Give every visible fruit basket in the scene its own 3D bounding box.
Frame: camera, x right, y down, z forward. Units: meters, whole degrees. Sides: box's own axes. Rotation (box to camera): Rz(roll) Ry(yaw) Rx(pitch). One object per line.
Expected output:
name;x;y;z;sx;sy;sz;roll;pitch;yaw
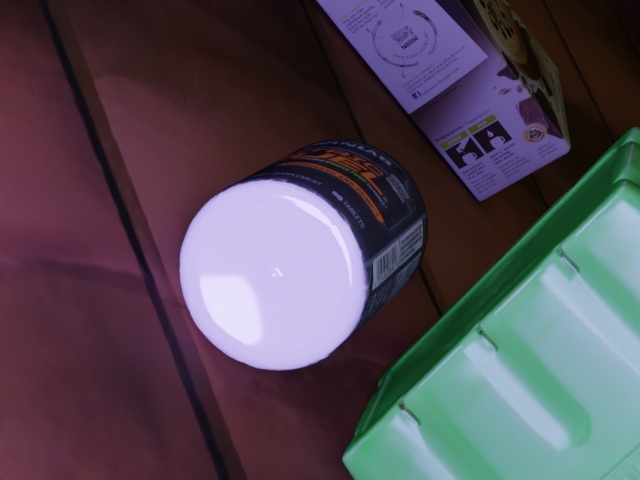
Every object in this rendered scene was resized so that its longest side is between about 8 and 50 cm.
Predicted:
fruit basket;0.256;0.149;1.375;0.392;0.392;0.283;56;20;-9

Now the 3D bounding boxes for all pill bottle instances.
pill bottle;0.000;0.000;1.331;0.130;0.130;0.246;58;19;-2

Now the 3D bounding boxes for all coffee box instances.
coffee box;0.124;-0.210;1.933;0.297;0.119;0.168;48;23;-27
